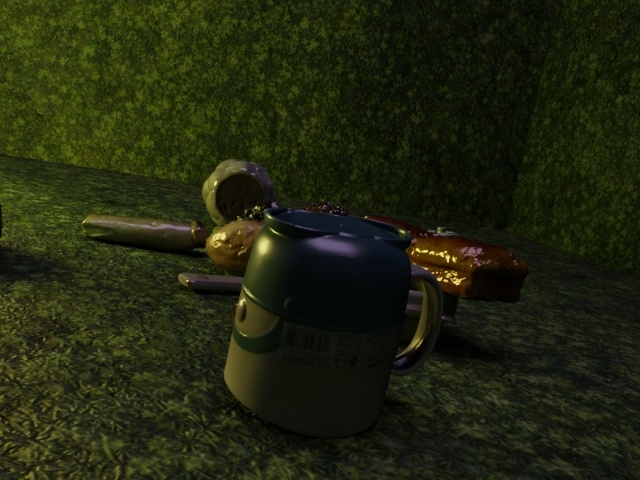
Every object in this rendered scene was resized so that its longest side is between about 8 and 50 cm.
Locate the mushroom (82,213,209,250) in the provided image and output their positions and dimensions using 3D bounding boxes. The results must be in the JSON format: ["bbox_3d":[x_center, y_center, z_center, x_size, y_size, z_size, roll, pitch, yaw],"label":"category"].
[{"bbox_3d":[-0.439,-0.020,1.652,0.313,0.081,0.100,5,6,-5],"label":"mushroom"}]

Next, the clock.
[{"bbox_3d":[0.136,0.121,1.314,0.266,0.108,0.324,9,10,-18],"label":"clock"}]

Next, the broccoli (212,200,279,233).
[{"bbox_3d":[-0.206,-0.015,1.748,0.146,0.164,0.304,-33,18,-30],"label":"broccoli"}]

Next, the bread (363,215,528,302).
[{"bbox_3d":[0.232,0.028,1.322,0.185,0.109,0.381,3,11,-38],"label":"bread"}]

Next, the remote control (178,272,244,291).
[{"bbox_3d":[-0.173,0.097,1.380,0.261,0.029,0.067,7,8,-34],"label":"remote control"}]

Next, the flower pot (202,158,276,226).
[{"bbox_3d":[-0.268,-0.150,2.142,0.246,0.245,0.195,9,9,-10],"label":"flower pot"}]

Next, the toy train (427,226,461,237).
[{"bbox_3d":[0.236,0.051,1.707,0.249,0.173,0.307,4,6,22],"label":"toy train"}]

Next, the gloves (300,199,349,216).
[{"bbox_3d":[0.007,0.002,1.645,0.135,0.210,0.312,-12,-6,-14],"label":"gloves"}]

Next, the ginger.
[{"bbox_3d":[-0.163,0.021,1.513,0.267,0.137,0.152,10,3,36],"label":"ginger"}]

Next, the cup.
[{"bbox_3d":[0.029,0.102,0.861,0.290,0.257,0.219,7,15,-23],"label":"cup"}]

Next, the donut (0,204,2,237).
[{"bbox_3d":[-0.771,-0.046,1.318,0.227,0.113,0.226,11,10,-2],"label":"donut"}]

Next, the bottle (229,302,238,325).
[{"bbox_3d":[-0.094,0.131,1.157,0.053,0.053,0.140,18,11,41],"label":"bottle"}]
